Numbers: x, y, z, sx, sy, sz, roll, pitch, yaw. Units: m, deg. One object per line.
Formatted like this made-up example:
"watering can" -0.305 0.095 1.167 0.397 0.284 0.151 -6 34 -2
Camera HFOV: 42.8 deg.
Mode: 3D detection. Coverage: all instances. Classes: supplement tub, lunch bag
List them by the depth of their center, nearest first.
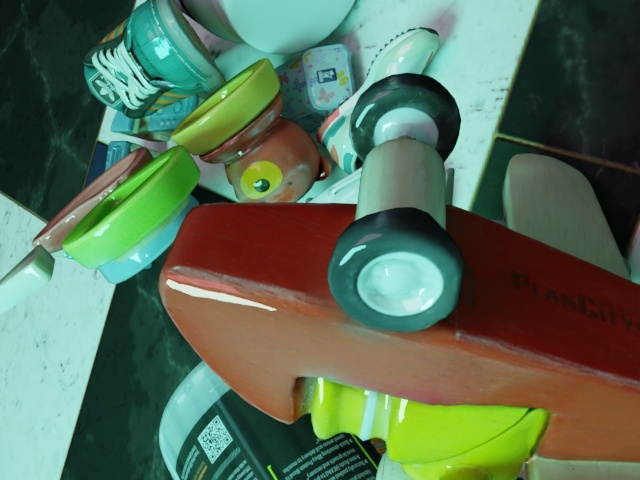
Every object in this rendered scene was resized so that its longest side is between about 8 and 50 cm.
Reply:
"supplement tub" 0.016 0.231 0.654 0.316 0.194 0.193 49 116 38
"lunch bag" -0.002 -0.157 0.838 0.083 0.053 0.071 -16 75 36
"supplement tub" -0.098 -0.324 0.862 0.272 0.191 0.191 41 111 40

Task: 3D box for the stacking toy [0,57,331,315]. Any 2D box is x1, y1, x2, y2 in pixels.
"stacking toy" -0.151 -0.011 0.790 0.309 0.130 0.279 -28 22 33

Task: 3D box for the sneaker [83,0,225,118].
"sneaker" -0.180 -0.176 0.845 0.121 0.108 0.302 -34 13 -5

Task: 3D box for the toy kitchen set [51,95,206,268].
"toy kitchen set" -0.214 -0.070 0.975 0.166 0.122 0.207 5 87 44

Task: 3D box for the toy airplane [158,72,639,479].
"toy airplane" 0.138 0.104 0.482 0.384 0.386 0.272 50 133 24

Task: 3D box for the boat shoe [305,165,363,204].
"boat shoe" 0.000 0.000 0.792 0.258 0.095 0.084 -29 59 25

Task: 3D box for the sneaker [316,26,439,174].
"sneaker" 0.067 -0.123 0.770 0.161 0.057 0.075 -46 65 30
